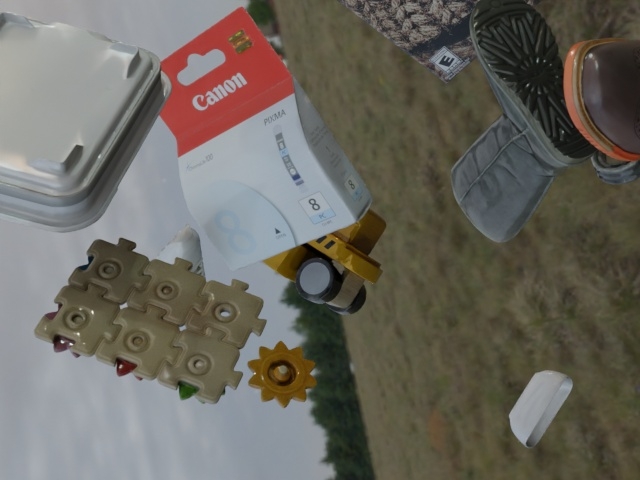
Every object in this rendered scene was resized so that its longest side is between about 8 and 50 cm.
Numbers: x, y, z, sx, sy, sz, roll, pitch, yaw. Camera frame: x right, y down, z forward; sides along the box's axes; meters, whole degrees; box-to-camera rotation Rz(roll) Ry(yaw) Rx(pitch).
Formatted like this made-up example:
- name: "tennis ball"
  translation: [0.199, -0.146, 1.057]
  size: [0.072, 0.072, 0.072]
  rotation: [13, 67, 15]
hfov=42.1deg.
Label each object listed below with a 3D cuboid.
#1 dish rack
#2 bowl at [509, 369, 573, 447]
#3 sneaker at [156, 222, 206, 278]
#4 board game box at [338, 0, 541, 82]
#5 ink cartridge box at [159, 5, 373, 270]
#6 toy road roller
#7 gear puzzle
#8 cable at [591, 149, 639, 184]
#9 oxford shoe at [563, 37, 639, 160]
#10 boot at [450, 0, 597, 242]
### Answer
- name: "dish rack"
  translation: [-0.363, -0.173, 1.049]
  size: [0.072, 0.285, 0.333]
  rotation: [102, -176, -47]
- name: "bowl"
  translation: [0.379, 0.288, 1.449]
  size: [0.053, 0.142, 0.142]
  rotation: [31, 176, 27]
- name: "sneaker"
  translation: [-0.236, 0.055, 1.457]
  size: [0.095, 0.090, 0.235]
  rotation: [42, 149, 8]
- name: "board game box"
  translation: [0.109, -0.346, 0.866]
  size: [0.291, 0.232, 0.141]
  rotation: [26, -144, -38]
- name: "ink cartridge box"
  translation: [-0.137, -0.154, 1.415]
  size: [0.385, 0.308, 0.091]
  rotation: [55, -139, -17]
- name: "toy road roller"
  translation: [0.000, 0.000, 1.893]
  size: [0.329, 0.241, 0.202]
  rotation: [33, -179, 29]
- name: "gear puzzle"
  translation: [-0.161, 0.116, 1.029]
  size: [0.044, 0.338, 0.176]
  rotation: [103, -171, -52]
- name: "cable"
  translation: [0.359, -0.162, 1.077]
  size: [0.072, 0.139, 0.287]
  rotation: [64, -149, -23]
- name: "oxford shoe"
  translation: [0.296, -0.110, 0.647]
  size: [0.098, 0.271, 0.097]
  rotation: [-4, 85, 54]
- name: "boot"
  translation: [0.175, -0.110, 0.812]
  size: [0.208, 0.076, 0.190]
  rotation: [109, 140, -75]
